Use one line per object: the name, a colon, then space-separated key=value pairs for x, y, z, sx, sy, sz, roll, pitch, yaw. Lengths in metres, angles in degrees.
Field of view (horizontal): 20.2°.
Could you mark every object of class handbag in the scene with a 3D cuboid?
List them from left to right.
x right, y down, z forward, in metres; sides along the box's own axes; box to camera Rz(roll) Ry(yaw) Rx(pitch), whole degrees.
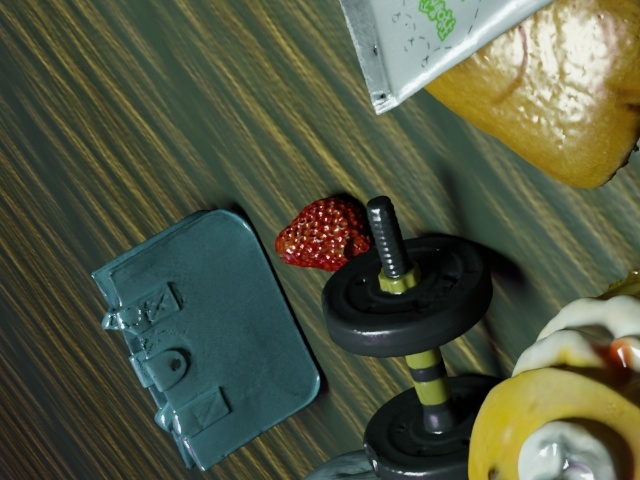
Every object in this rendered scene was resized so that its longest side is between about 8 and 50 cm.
handbag: x=-0.114 y=0.097 z=1.778 sx=0.062 sy=0.179 sz=0.229 roll=1 pitch=118 yaw=58

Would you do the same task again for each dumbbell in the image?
dumbbell: x=0.089 y=0.105 z=1.497 sx=0.143 sy=0.143 sz=0.325 roll=20 pitch=136 yaw=49

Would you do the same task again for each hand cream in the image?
hand cream: x=0.134 y=-0.198 z=1.058 sx=0.336 sy=0.076 sz=0.121 roll=-28 pitch=72 yaw=38

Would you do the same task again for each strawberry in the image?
strawberry: x=0.000 y=0.000 z=1.599 sx=0.073 sy=0.083 sz=0.073 roll=50 pitch=159 yaw=27

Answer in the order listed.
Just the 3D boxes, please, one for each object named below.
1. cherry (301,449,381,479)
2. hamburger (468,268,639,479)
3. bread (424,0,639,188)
cherry: x=0.054 y=0.325 z=1.680 sx=0.218 sy=0.296 sz=0.255 roll=-2 pitch=92 yaw=17
hamburger: x=0.219 y=0.183 z=1.278 sx=0.276 sy=0.237 sz=0.276 roll=36 pitch=146 yaw=29
bread: x=0.135 y=-0.152 z=1.175 sx=0.245 sy=0.121 sz=0.174 roll=43 pitch=148 yaw=29
